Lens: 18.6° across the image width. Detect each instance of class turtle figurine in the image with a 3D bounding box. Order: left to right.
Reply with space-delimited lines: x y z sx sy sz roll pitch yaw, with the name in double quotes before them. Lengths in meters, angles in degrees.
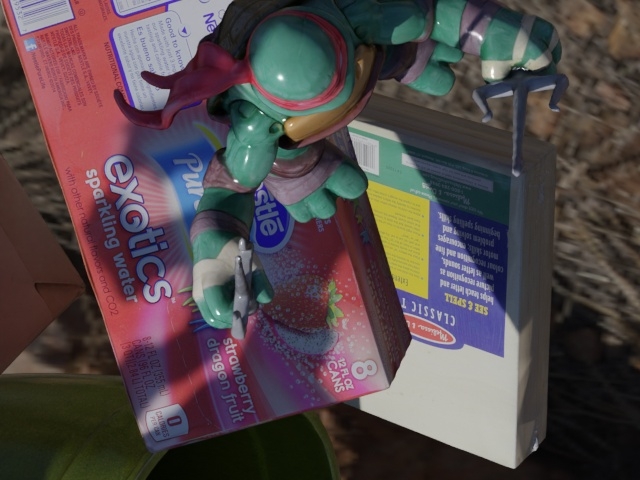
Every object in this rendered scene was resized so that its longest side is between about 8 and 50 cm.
"turtle figurine" 0.008 -0.056 0.784 0.175 0.234 0.118 -32 92 6

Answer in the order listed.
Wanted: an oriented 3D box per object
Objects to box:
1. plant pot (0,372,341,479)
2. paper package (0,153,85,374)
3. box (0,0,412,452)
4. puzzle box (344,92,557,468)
"plant pot" -0.227 0.262 1.641 0.353 0.366 0.366 12 90 31
"paper package" -0.360 -0.024 1.227 0.325 0.168 0.309 -3 125 47
"box" -0.062 -0.049 1.146 0.154 0.142 0.300 -17 96 11
"puzzle box" 0.000 0.000 1.576 0.409 0.052 0.272 19 126 30
